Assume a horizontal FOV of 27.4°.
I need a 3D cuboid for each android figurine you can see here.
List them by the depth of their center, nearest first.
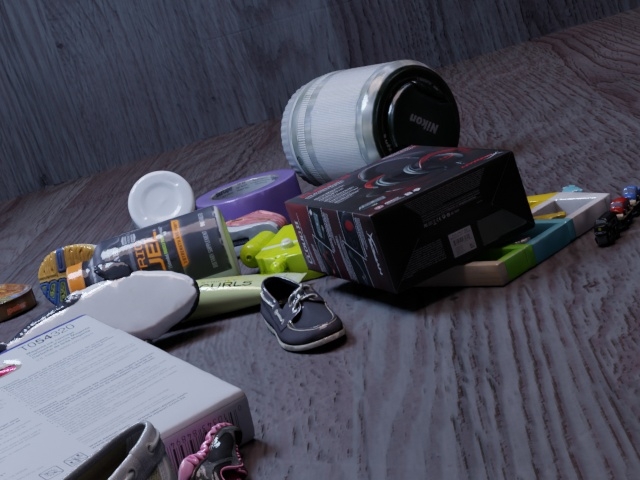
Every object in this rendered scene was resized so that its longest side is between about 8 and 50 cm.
[{"bbox_3d":[0.000,0.000,1.978,0.248,0.056,0.273,-13,12,20],"label":"android figurine"}]

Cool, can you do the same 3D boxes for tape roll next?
[{"bbox_3d":[-0.123,-0.058,2.318,0.189,0.080,0.189,-17,14,4],"label":"tape roll"}]

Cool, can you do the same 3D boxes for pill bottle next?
[{"bbox_3d":[-0.250,0.044,1.954,0.245,0.130,0.130,-18,13,0],"label":"pill bottle"},{"bbox_3d":[-0.264,-0.039,2.242,0.112,0.112,0.187,-19,-14,-8],"label":"pill bottle"}]

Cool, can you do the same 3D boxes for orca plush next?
[{"bbox_3d":[-0.298,0.132,1.795,0.287,0.151,0.102,-35,-20,-13],"label":"orca plush"}]

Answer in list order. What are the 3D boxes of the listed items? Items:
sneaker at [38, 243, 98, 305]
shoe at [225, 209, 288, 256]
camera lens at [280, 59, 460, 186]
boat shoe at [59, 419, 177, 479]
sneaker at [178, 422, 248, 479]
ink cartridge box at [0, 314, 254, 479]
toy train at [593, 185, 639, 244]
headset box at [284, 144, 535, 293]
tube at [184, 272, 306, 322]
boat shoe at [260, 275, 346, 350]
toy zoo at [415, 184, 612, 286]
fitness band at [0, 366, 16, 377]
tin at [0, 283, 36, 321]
[{"bbox_3d":[-0.315,0.049,2.134,0.296,0.112,0.131,-9,-1,25],"label":"sneaker"},{"bbox_3d":[-0.141,-0.006,2.176,0.178,0.064,0.081,-9,13,13],"label":"shoe"},{"bbox_3d":[0.089,-0.194,2.288,0.219,0.219,0.274,-27,16,-35],"label":"camera lens"},{"bbox_3d":[-0.253,0.265,1.106,0.320,0.103,0.118,-26,15,-33],"label":"boat shoe"},{"bbox_3d":[-0.093,0.215,1.259,0.057,0.047,0.119,10,22,15],"label":"sneaker"},{"bbox_3d":[-0.292,0.206,1.370,0.324,0.071,0.330,-27,26,-31],"label":"ink cartridge box"},{"bbox_3d":[0.379,-0.036,1.661,0.027,0.036,0.158,-8,16,34],"label":"toy train"},{"bbox_3d":[0.103,-0.036,1.724,0.218,0.110,0.293,-24,15,-20],"label":"headset box"},{"bbox_3d":[-0.142,0.076,1.846,0.240,0.062,0.070,-9,53,15],"label":"tube"},{"bbox_3d":[-0.031,0.087,1.630,0.075,0.065,0.206,-21,14,-16],"label":"boat shoe"},{"bbox_3d":[0.252,-0.009,1.731,0.293,0.030,0.192,-29,17,-39],"label":"toy zoo"},{"bbox_3d":[-0.423,0.216,1.530,0.290,0.054,0.209,-23,15,-26],"label":"fitness band"},{"bbox_3d":[-0.571,0.112,2.305,0.106,0.040,0.189,-22,13,-35],"label":"tin"}]
